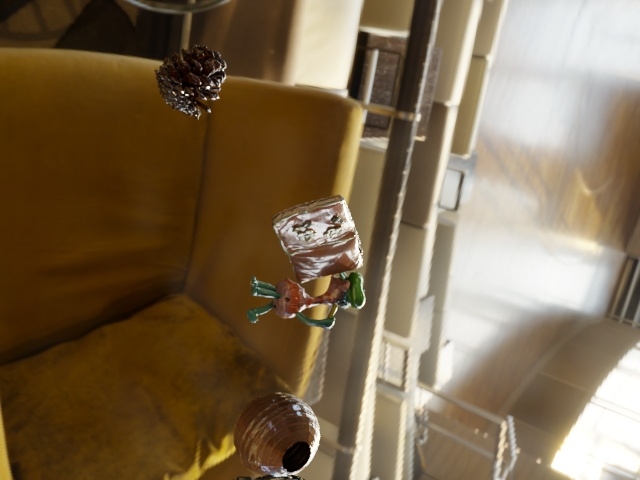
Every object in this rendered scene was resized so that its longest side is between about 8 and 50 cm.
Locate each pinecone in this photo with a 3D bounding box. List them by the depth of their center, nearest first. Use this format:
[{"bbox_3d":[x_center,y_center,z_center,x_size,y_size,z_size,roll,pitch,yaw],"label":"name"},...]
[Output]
[{"bbox_3d":[-0.144,-0.182,0.831,0.083,0.077,0.077,-49,142,-8],"label":"pinecone"}]

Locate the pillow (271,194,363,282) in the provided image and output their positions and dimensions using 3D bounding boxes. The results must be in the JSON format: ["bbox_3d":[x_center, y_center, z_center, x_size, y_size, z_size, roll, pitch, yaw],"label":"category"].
[{"bbox_3d":[0.000,0.000,1.213,0.232,0.126,0.043,69,7,-59],"label":"pillow"}]

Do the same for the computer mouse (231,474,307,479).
[{"bbox_3d":[-0.027,0.363,0.930,0.241,0.146,0.078,36,38,-24],"label":"computer mouse"}]

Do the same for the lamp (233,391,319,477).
[{"bbox_3d":[-0.069,0.305,1.157,0.136,0.136,0.136,-28,127,-45],"label":"lamp"}]

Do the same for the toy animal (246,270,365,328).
[{"bbox_3d":[-0.024,0.107,1.296,0.208,0.103,0.100,0,147,-14],"label":"toy animal"}]
